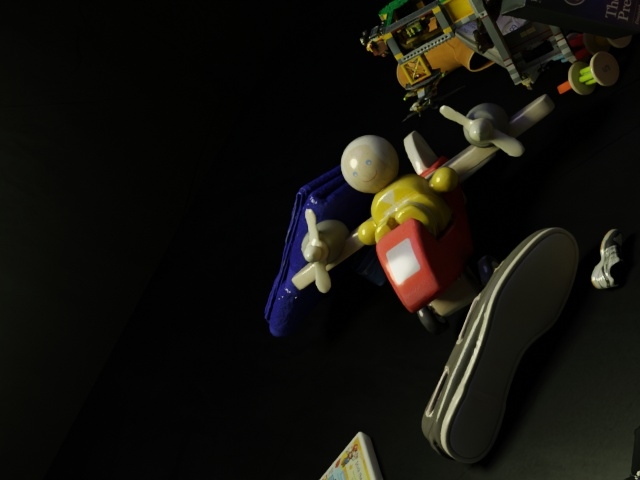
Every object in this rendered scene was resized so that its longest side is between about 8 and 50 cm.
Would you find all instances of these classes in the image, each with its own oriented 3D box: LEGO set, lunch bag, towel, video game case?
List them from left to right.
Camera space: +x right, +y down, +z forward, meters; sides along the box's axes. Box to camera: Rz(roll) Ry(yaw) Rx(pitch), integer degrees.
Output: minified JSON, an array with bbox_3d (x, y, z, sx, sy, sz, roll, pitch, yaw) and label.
[{"bbox_3d":[0.000,0.000,2.064,0.227,0.076,0.308,-40,-24,-50],"label":"towel"},{"bbox_3d":[0.023,0.418,1.735,0.206,0.026,0.227,-53,20,14],"label":"video game case"},{"bbox_3d":[0.098,0.021,2.081,0.098,0.065,0.067,-58,20,0],"label":"lunch bag"},{"bbox_3d":[0.250,-0.316,1.841,0.331,0.192,0.255,-28,19,10],"label":"LEGO set"}]

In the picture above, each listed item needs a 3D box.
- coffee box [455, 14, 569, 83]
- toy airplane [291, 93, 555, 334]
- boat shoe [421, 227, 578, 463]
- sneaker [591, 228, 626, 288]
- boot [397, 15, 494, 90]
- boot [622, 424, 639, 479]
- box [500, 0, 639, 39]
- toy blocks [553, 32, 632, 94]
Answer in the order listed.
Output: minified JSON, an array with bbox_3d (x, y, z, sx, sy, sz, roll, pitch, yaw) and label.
[{"bbox_3d":[0.360,-0.439,1.985,0.168,0.119,0.297,38,97,42],"label":"coffee box"},{"bbox_3d":[0.142,-0.072,1.806,0.386,0.272,0.384,-55,23,-16],"label":"toy airplane"},{"bbox_3d":[0.226,0.129,1.563,0.335,0.112,0.095,-63,25,-5],"label":"boat shoe"},{"bbox_3d":[0.373,0.024,1.499,0.037,0.032,0.083,-3,61,50],"label":"sneaker"},{"bbox_3d":[0.258,-0.357,2.208,0.295,0.104,0.211,-44,23,23],"label":"boot"},{"bbox_3d":[0.333,0.241,1.243,0.121,0.045,0.099,-21,43,48],"label":"boot"},{"bbox_3d":[0.372,-0.430,1.651,0.103,0.184,0.261,-161,80,-80],"label":"box"},{"bbox_3d":[0.402,-0.274,1.825,0.148,0.054,0.123,-17,46,63],"label":"toy blocks"}]
